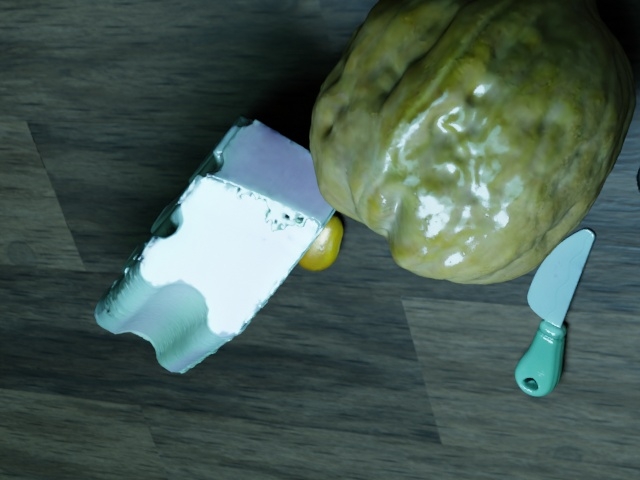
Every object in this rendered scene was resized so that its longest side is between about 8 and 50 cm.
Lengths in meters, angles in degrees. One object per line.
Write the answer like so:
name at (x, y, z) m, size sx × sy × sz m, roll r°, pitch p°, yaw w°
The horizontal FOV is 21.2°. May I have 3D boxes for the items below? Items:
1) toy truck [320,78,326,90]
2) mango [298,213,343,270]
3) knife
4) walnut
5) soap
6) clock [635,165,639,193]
toy truck at (0.076, -0.143, 1.963) m, size 0.169 × 0.077 × 0.100 m, roll 42°, pitch 150°, yaw -11°
mango at (0.000, 0.000, 2.151) m, size 0.060 × 0.046 × 0.089 m, roll 35°, pitch 123°, yaw -1°
knife at (0.278, 0.082, 2.061) m, size 0.063 × 0.034 × 0.260 m, roll 25°, pitch 129°, yaw 21°
walnut at (0.162, -0.134, 1.758) m, size 0.306 × 0.306 × 0.344 m, roll 34°, pitch 102°, yaw 2°
soap at (-0.117, -0.002, 2.042) m, size 0.156 × 0.261 × 0.446 m, roll 36°, pitch 161°, yaw -5°
clock at (0.388, -0.064, 1.874) m, size 0.085 × 0.017 × 0.085 m, roll 17°, pitch 132°, yaw 19°
